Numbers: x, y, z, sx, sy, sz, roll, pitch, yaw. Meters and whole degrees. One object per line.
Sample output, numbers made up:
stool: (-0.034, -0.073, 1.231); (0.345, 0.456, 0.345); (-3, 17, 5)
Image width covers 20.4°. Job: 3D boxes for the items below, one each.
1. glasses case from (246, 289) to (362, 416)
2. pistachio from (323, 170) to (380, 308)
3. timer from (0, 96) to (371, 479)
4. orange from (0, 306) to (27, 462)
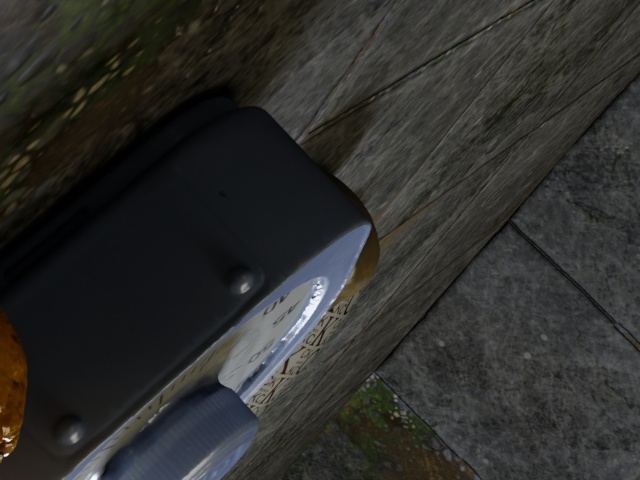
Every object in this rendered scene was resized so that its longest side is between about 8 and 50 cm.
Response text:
glasses case: (-0.089, 0.147, 1.882); (0.354, 0.085, 0.137); (-45, 172, 5)
pistachio: (0.000, 0.000, 1.589); (0.108, 0.126, 0.185); (-3, -178, 11)
timer: (-0.137, 0.107, 1.224); (0.395, 0.173, 0.395); (-44, 171, -9)
orange: (-0.216, 0.084, 0.940); (0.135, 0.117, 0.135); (-37, 166, -10)
